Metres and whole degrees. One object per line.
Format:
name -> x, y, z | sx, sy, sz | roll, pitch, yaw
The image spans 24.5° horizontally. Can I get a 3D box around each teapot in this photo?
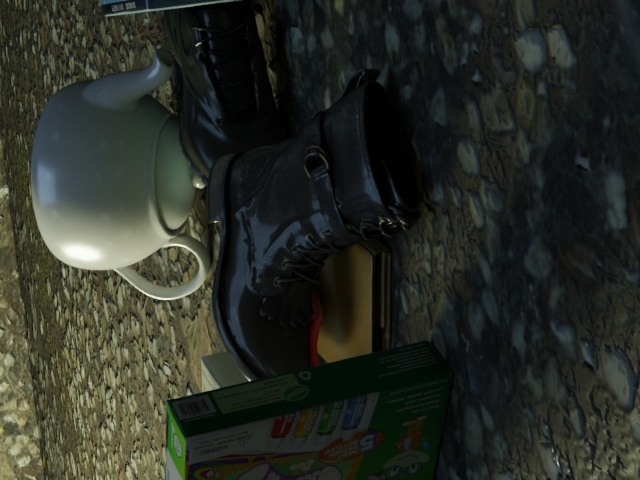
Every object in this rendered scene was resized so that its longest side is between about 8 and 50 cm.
teapot -> -0.229, -0.075, 1.817 | 0.256, 0.187, 0.252 | 52, -138, -71

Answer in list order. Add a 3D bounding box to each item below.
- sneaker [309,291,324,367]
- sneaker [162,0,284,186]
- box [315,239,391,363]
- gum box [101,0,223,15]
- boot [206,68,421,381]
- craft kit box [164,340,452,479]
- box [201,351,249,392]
sneaker -> -0.033, 0.050, 1.464 | 0.094, 0.081, 0.208 | 14, 115, 54
sneaker -> -0.101, -0.173, 1.519 | 0.130, 0.109, 0.286 | 112, 141, -66
box -> 0.017, 0.051, 1.456 | 0.201, 0.021, 0.164 | -139, 44, -58
gum box -> -0.099, -0.244, 1.391 | 0.157, 0.184, 0.041 | -165, 66, -67
boot -> 0.000, 0.000, 1.319 | 0.229, 0.091, 0.263 | -18, 82, 46
craft kit box -> -0.017, 0.220, 1.306 | 0.061, 0.250, 0.246 | -124, 31, -44
box -> -0.075, 0.264, 1.684 | 0.113, 0.094, 0.275 | -136, 40, -56
